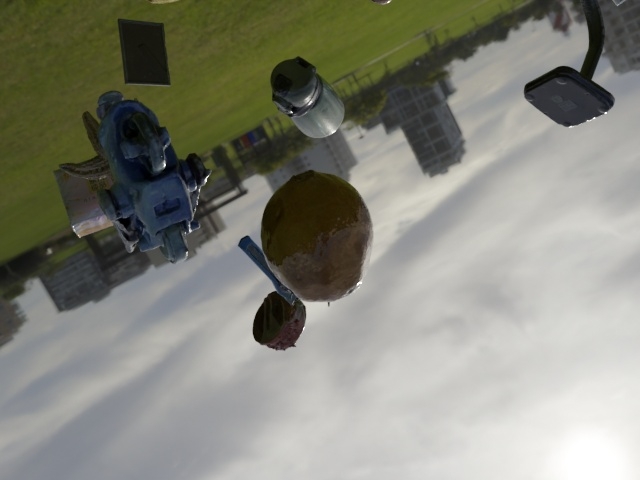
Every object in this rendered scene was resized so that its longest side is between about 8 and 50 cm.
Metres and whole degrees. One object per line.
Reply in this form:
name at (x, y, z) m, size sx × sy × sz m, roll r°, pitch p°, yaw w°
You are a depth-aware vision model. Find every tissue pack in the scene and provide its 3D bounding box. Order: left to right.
tissue pack at (-0.627, -0.139, 2.004) m, size 0.225 × 0.185 × 0.124 m, roll -20°, pitch 165°, yaw -9°

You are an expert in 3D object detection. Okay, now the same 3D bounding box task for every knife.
knife at (-0.105, 0.070, 1.495) m, size 0.044 × 0.296 × 0.026 m, roll -44°, pitch -126°, yaw -4°

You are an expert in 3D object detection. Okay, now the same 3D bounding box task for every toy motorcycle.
toy motorcycle at (-0.319, -0.108, 1.189) m, size 0.241 × 0.319 × 0.182 m, roll 23°, pitch -131°, yaw 21°

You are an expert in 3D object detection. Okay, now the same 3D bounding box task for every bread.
bread at (-0.109, 0.216, 1.843) m, size 0.160 × 0.073 × 0.160 m, roll -28°, pitch -133°, yaw 34°

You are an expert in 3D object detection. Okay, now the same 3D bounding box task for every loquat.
loquat at (0.000, 0.000, 1.124) m, size 0.187 × 0.234 × 0.176 m, roll -18°, pitch -160°, yaw -24°

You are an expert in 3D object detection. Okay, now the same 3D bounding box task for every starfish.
starfish at (-0.464, -0.189, 1.566) m, size 0.235 × 0.277 × 0.062 m, roll 6°, pitch -173°, yaw -14°

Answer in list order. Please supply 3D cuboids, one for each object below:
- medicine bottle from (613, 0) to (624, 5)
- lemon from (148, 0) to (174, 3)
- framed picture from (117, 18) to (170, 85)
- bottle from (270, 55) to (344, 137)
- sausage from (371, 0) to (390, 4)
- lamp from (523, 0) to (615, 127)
medicine bottle at (0.524, -0.553, 1.319) m, size 0.092 × 0.221 × 0.061 m, roll -35°, pitch 178°, yaw -20°
lemon at (-0.382, -0.698, 1.656) m, size 0.260 × 0.260 × 0.284 m, roll -30°, pitch -178°, yaw -13°
framed picture at (-0.401, -0.427, 1.577) m, size 0.109 × 0.149 × 0.011 m, roll -6°, pitch 179°, yaw -36°
bottle at (-0.046, -0.436, 2.107) m, size 0.168 × 0.168 × 0.347 m, roll -26°, pitch 165°, yaw 12°
sausage at (0.063, -0.642, 1.669) m, size 0.302 × 0.076 × 0.103 m, roll 27°, pitch -128°, yaw 26°
lamp at (0.430, -0.337, 1.072) m, size 0.124 × 0.283 × 0.203 m, roll 14°, pitch 171°, yaw -19°
